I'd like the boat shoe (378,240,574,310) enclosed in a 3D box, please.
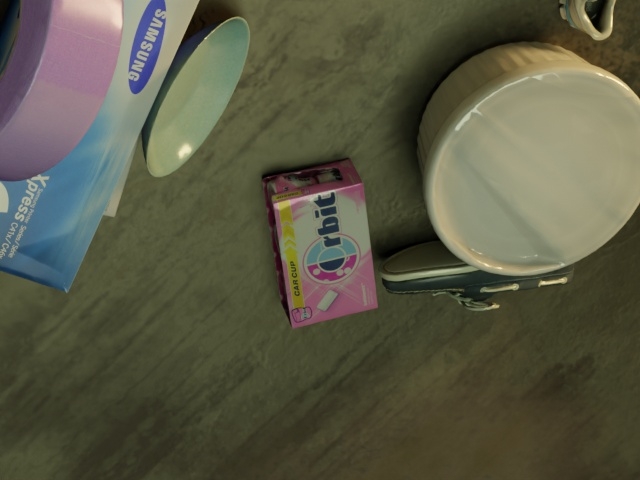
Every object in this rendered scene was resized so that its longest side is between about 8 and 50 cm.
[{"bbox_3d":[0.190,0.038,2.280,0.254,0.095,0.079,-13,118,-22],"label":"boat shoe"}]

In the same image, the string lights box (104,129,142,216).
[{"bbox_3d":[-0.331,-0.119,2.036,0.259,0.077,0.133,10,114,-22],"label":"string lights box"}]

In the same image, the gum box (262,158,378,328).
[{"bbox_3d":[0.000,0.000,2.217,0.107,0.062,0.188,-13,124,-9],"label":"gum box"}]

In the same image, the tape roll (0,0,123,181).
[{"bbox_3d":[-0.311,-0.198,1.825,0.090,0.275,0.275,13,118,-47],"label":"tape roll"}]

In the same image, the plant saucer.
[{"bbox_3d":[-0.143,-0.160,2.036,0.037,0.195,0.195,31,114,13],"label":"plant saucer"}]

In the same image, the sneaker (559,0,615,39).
[{"bbox_3d":[0.304,-0.309,2.106,0.071,0.083,0.191,-14,122,-6],"label":"sneaker"}]

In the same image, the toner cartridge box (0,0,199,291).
[{"bbox_3d":[-0.271,-0.133,1.957,0.165,0.075,0.348,19,104,-26],"label":"toner cartridge box"}]

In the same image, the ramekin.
[{"bbox_3d":[0.234,-0.103,2.184,0.272,0.127,0.273,-8,122,-13],"label":"ramekin"}]
